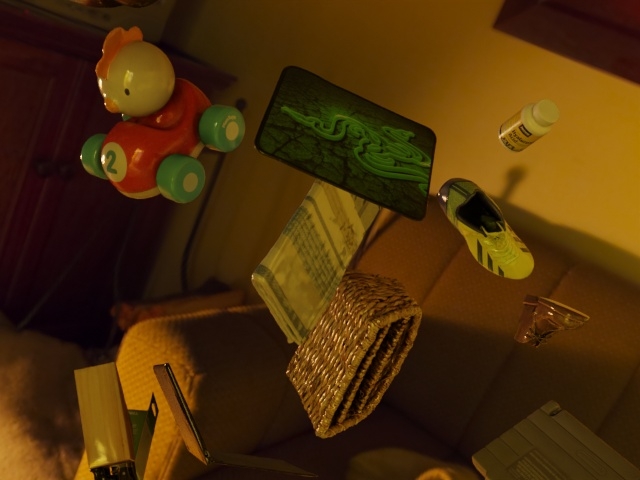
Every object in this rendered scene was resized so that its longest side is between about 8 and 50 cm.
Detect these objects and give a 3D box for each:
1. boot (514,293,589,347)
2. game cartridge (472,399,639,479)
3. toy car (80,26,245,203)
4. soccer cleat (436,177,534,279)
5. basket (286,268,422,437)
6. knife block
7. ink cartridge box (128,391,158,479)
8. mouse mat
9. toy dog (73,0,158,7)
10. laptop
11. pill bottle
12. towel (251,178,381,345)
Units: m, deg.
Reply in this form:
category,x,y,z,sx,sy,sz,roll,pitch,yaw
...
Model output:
category,x,y,z,sx,sy,sz,roll,pitch,yaw
boot,0.506,0.190,1.726,0.112,0.115,0.305,27,-3,2
game cartridge,0.481,0.479,1.502,0.355,0.230,0.068,42,-16,56
toy car,-0.278,-0.206,1.174,0.219,0.210,0.238,17,-30,34
soccer cleat,0.335,-0.008,1.520,0.289,0.093,0.121,45,-2,-27
basket,0.097,0.242,1.602,0.214,0.299,0.223,15,20,-28
knife block,-0.449,0.432,1.646,0.088,0.275,0.242,-11,29,-11
ink cartridge box,-0.465,0.495,1.958,0.062,0.109,0.209,3,49,3
mouse mat,0.033,-0.105,0.814,0.190,0.007,0.152,24,46,-10
toy dog,-0.213,-0.464,0.870,0.285,0.407,0.395,19,14,-14
laptop,-0.240,0.465,2.037,0.236,0.407,0.382,-23,-2,-19
pill bottle,0.388,-0.215,1.445,0.065,0.065,0.116,20,-26,-15
towel,0.000,0.000,1.186,0.034,0.285,0.209,19,-26,28
